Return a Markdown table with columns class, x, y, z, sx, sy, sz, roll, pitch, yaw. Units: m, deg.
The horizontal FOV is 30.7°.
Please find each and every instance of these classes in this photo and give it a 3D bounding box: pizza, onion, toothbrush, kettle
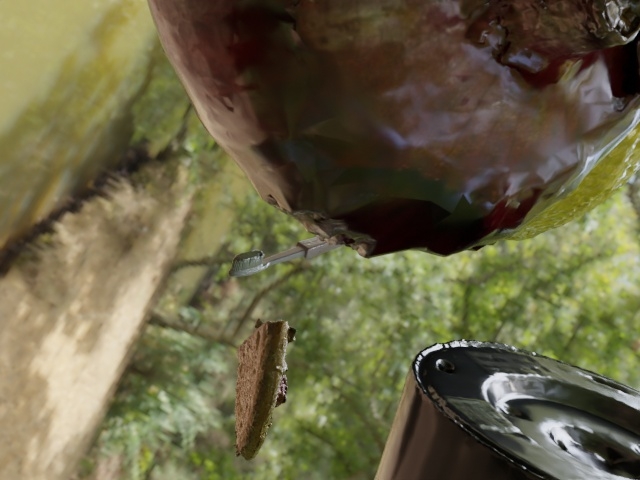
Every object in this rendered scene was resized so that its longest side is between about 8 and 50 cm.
| class | x | y | z | sx | sy | sz | roll | pitch | yaw |
| --- | --- | --- | --- | --- | --- | --- | --- | --- | --- |
| pizza | -0.031 | 0.075 | 0.658 | 0.078 | 0.025 | 0.083 | -119 | -139 | -69 |
| onion | 0.050 | -0.113 | 0.479 | 0.252 | 0.252 | 0.219 | -61 | -151 | 3 |
| toothbrush | 0.000 | 0.002 | 0.932 | 0.194 | 0.014 | 0.017 | -15 | 129 | -45 |
| kettle | 0.108 | 0.230 | 0.637 | 0.262 | 0.203 | 0.307 | -6 | 118 | -60 |

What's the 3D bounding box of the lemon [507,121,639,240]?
| class | x | y | z | sx | sy | sz | roll | pitch | yaw |
| --- | --- | --- | --- | --- | --- | --- | --- | --- | --- |
| lemon | 0.131 | -0.122 | 0.856 | 0.310 | 0.253 | 0.253 | -48 | -172 | 47 |
